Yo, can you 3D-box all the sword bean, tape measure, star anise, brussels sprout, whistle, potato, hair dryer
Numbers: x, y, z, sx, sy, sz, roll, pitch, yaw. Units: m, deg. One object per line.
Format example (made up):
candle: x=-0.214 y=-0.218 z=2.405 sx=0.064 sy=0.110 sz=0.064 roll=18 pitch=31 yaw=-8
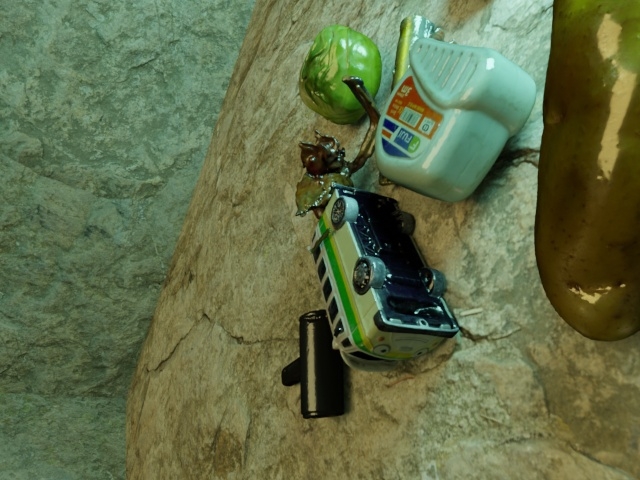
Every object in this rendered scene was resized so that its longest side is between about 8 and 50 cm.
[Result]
sword bean: x=0.000 y=0.000 z=0.796 sx=0.083 sy=0.012 sz=0.012 roll=128 pitch=144 yaw=-50
tape measure: x=0.192 y=-0.187 z=0.706 sx=0.246 sy=0.125 sz=0.243 roll=-63 pitch=24 yaw=19
star anise: x=0.032 y=-0.148 z=0.917 sx=0.237 sy=0.148 sz=0.347 roll=-39 pitch=-36 yaw=-61
brussels sprout: x=0.049 y=-0.361 z=1.020 sx=0.223 sy=0.161 sz=0.223 roll=37 pitch=133 yaw=54
whistle: x=0.159 y=-0.262 z=0.867 sx=0.068 sy=0.057 sz=0.327 roll=-3 pitch=76 yaw=61
potato: x=0.284 y=-0.093 z=0.426 sx=0.195 sy=0.176 sz=0.369 roll=-124 pitch=39 yaw=-84
hair dryer: x=-0.026 y=0.274 z=0.967 sx=0.251 sy=0.089 sz=0.197 roll=133 pitch=139 yaw=-57

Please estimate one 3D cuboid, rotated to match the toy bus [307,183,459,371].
toy bus: x=0.082 y=0.066 z=0.774 sx=0.179 sy=0.143 sz=0.305 roll=-58 pitch=34 yaw=35
